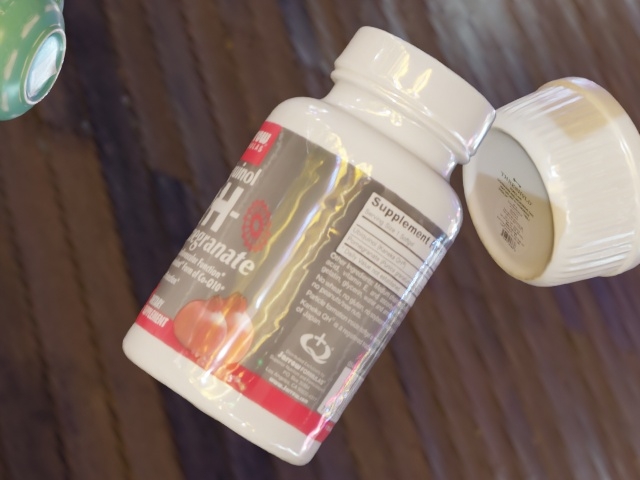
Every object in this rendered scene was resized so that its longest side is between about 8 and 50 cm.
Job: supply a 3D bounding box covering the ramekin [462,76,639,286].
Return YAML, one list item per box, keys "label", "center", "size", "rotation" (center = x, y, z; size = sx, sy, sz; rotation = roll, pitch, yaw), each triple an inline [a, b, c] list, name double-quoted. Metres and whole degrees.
- label: "ramekin"
  center: [0.231, -0.051, 1.894]
  size: [0.109, 0.207, 0.207]
  rotation: [-19, 78, -25]

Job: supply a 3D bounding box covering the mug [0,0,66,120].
- label: "mug"
  center: [-0.282, -0.185, 1.698]
  size: [0.097, 0.157, 0.129]
  rotation: [24, 0, 12]

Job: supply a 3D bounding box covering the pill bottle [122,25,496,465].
- label: "pill bottle"
  center: [0.000, 0.000, 1.479]
  size: [0.176, 0.318, 0.176]
  rotation: [33, -4, 3]
